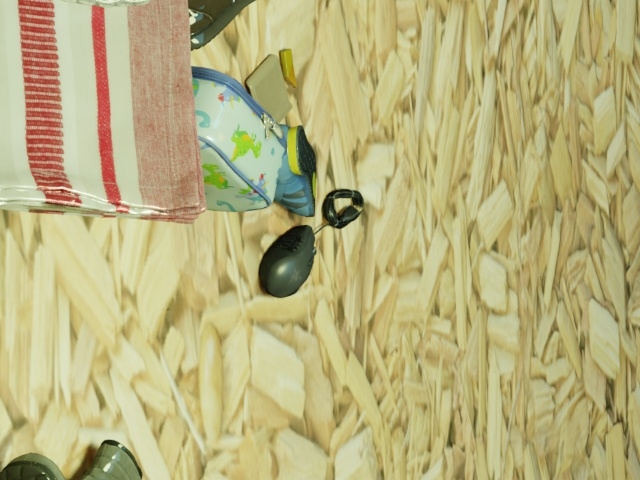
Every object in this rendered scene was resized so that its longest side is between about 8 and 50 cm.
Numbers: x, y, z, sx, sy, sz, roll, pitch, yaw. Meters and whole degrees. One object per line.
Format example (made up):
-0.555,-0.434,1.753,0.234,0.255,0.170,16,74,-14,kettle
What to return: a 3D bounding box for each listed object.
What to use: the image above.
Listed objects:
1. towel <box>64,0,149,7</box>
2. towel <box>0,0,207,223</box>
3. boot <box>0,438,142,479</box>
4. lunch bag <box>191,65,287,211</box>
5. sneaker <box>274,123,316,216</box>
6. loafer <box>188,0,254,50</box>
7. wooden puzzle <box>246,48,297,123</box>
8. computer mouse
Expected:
-0.276,-0.281,1.431,0.284,0.235,0.121,8,107,-40,towel
-0.250,-0.138,1.557,0.329,0.037,0.237,3,71,-33,towel
-0.240,0.255,1.839,0.161,0.083,0.246,-65,152,-42,boot
-0.151,-0.103,1.763,0.176,0.219,0.090,45,56,-54,lunch bag
-0.049,-0.080,2.122,0.209,0.082,0.069,64,24,-71,sneaker
-0.103,-0.285,1.953,0.220,0.080,0.078,-54,140,-41,loafer
-0.060,-0.168,2.124,0.116,0.014,0.078,-45,129,-48,wooden puzzle
0.000,0.000,2.233,0.242,0.041,0.071,-45,132,-49,computer mouse
